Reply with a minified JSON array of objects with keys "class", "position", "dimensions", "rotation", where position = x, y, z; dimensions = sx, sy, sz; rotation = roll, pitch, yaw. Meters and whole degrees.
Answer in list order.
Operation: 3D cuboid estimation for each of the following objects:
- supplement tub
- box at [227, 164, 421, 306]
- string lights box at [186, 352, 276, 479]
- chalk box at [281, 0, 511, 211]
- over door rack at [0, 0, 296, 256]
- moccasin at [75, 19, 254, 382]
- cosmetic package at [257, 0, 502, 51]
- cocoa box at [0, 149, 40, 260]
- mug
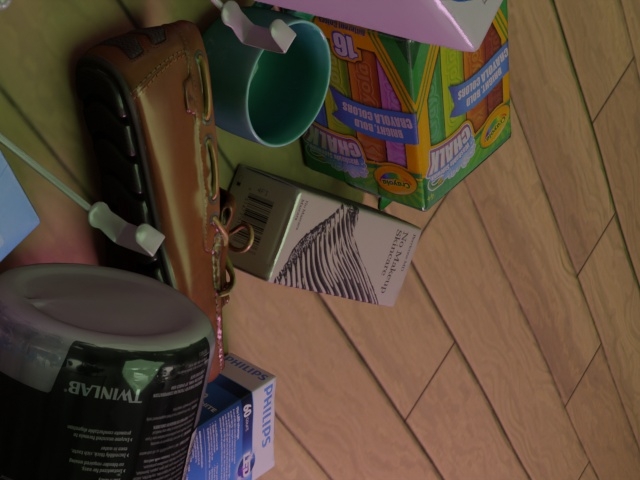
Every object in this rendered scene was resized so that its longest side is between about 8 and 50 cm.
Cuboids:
[{"class":"supplement tub","position":[-0.223,0.206,1.169],"dimensions":[0.207,0.207,0.338],"rotation":[-8,117,-53]},{"class":"box","position":[0.000,0.000,1.511],"dimensions":[0.275,0.094,0.113],"rotation":[13,98,-56]},{"class":"string lights box","position":[-0.159,0.243,1.444],"dimensions":[0.259,0.076,0.133],"rotation":[-29,131,-44]},{"class":"chalk box","position":[0.094,-0.161,1.473],"dimensions":[0.180,0.179,0.289],"rotation":[-42,139,-33]},{"class":"over door rack","position":[-0.211,-0.170,1.067],"dimensions":[0.324,0.108,0.239],"rotation":[39,75,-31]},{"class":"moccasin","position":[-0.137,-0.028,1.282],"dimensions":[0.147,0.139,0.380],"rotation":[-27,121,-33]},{"class":"cosmetic package","position":[0.024,-0.428,1.087],"dimensions":[0.394,0.327,0.329],"rotation":[-63,146,-9]},{"class":"cocoa box","position":[-0.378,-0.084,0.808],"dimensions":[0.231,0.228,0.347],"rotation":[-49,142,-26]},{"class":"mug","position":[-0.059,-0.177,1.323],"dimensions":[0.158,0.097,0.129],"rotation":[-49,142,-27]}]
